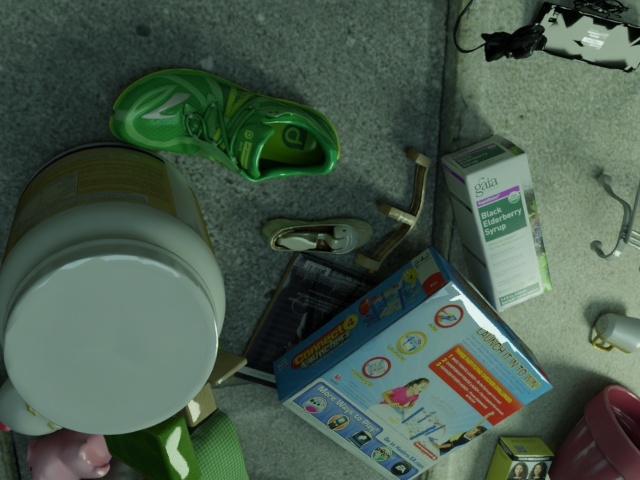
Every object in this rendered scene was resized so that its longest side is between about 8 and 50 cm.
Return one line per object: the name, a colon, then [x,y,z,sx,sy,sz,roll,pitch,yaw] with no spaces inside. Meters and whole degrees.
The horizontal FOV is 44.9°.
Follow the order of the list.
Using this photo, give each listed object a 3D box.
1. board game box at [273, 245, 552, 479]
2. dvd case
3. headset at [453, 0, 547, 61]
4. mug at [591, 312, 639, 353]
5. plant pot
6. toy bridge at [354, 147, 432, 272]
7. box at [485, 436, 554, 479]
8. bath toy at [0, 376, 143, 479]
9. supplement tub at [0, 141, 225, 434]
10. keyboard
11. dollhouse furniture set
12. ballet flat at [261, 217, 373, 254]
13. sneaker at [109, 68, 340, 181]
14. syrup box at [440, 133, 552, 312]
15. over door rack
board game box: [0.142,0.203,1.167,0.302,0.086,0.308,-37,124,13]
dvd case: [-0.013,0.136,1.176,0.164,0.018,0.221,21,106,-24]
headset: [0.169,-0.403,0.894,0.243,0.185,0.394,-18,106,-7]
mug: [0.499,0.159,1.309,0.064,0.062,0.078,19,100,-14]
plant pot: [0.504,0.383,1.345,0.201,0.201,0.180,27,119,-24]
toy bridge: [0.113,-0.037,1.120,0.063,0.026,0.188,18,101,-42]
box: [0.340,0.465,1.399,0.087,0.058,0.232,6,112,-19]
bath toy: [-0.350,0.314,1.108,0.151,0.129,0.348,-54,130,-39]
supplement tub: [-0.240,0.040,0.893,0.240,0.331,0.241,-6,114,-13]
keyboard: [0.386,-0.301,1.094,0.191,0.038,0.100,8,134,-20]
dollhouse furniture set: [-0.161,0.318,1.092,0.197,0.151,0.302,-33,121,-41]
ballet flat: [0.000,0.000,1.100,0.168,0.052,0.057,-1,114,-16]
sneaker: [-0.110,-0.142,0.966,0.295,0.123,0.110,6,112,-17]
syrup box: [0.260,-0.025,1.138,0.093,0.096,0.237,-22,118,-5]
over door rack: [0.565,-0.091,1.200,0.239,0.108,0.324,21,92,-23]
